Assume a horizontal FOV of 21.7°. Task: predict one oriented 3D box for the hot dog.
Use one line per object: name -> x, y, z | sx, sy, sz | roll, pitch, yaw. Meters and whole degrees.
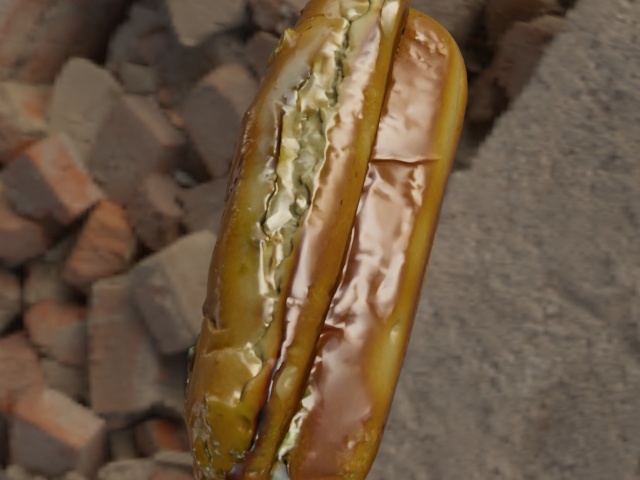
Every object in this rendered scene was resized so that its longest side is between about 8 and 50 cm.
hot dog -> 0.000, 0.000, 0.757 | 0.072, 0.115, 0.269 | 1, 61, 33
